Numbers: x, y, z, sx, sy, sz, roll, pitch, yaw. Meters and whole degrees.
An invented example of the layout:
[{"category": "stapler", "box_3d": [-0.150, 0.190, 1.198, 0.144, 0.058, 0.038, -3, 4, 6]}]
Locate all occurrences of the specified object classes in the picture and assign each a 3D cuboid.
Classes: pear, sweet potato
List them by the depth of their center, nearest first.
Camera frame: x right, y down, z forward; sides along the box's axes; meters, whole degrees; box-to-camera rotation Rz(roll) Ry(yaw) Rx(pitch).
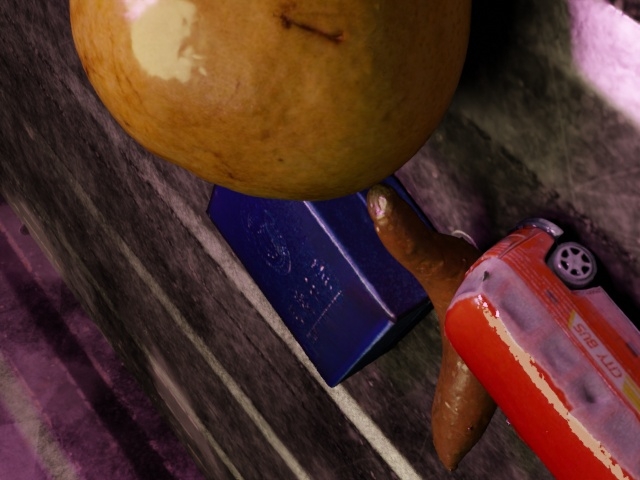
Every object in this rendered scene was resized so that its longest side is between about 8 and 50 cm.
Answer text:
[{"category": "pear", "box_3d": [-0.027, -0.191, 0.697, 0.304, 0.304, 0.303, 44, 151, 33]}, {"category": "sweet potato", "box_3d": [0.131, 0.078, 0.877, 0.079, 0.108, 0.346, 26, 143, 51]}]

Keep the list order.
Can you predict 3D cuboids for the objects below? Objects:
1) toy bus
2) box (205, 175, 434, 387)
[{"category": "toy bus", "box_3d": [0.209, 0.113, 0.751, 0.265, 0.120, 0.121, 52, 153, 15]}, {"category": "box", "box_3d": [0.000, 0.000, 1.048, 0.279, 0.116, 0.261, 53, 154, 12]}]
